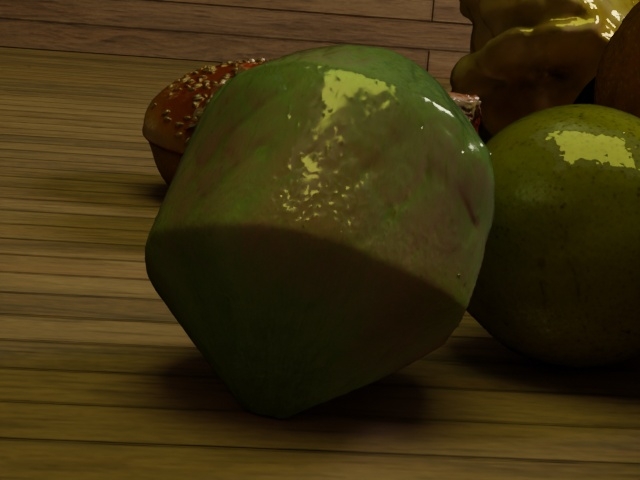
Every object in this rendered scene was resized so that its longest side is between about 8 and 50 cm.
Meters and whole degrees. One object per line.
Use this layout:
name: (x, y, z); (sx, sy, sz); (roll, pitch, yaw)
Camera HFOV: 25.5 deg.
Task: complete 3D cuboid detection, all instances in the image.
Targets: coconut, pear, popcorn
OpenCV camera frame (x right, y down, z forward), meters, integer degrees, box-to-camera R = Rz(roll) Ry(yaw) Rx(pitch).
coconut: (0.000, 0.000, 0.867); (0.236, 0.235, 0.204); (14, -20, 37)
pear: (0.182, -0.004, 0.972); (0.198, 0.198, 0.198); (4, 12, -1)
popcorn: (0.281, -0.216, 1.799); (0.382, 0.349, 0.349); (-33, -10, 32)

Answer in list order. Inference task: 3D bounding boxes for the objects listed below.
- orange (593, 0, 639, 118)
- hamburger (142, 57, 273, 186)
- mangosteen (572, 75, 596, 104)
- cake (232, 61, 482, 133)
orange: (0.380, -0.088, 1.118); (0.322, 0.322, 0.357); (0, 21, -20)
hamburger: (-0.080, -0.117, 1.506); (0.237, 0.147, 0.237); (2, 14, 0)
mangosteen: (0.369, -0.065, 1.387); (0.231, 0.231, 0.289); (-4, 55, -36)
cake: (0.046, -0.075, 1.334); (0.262, 0.158, 0.159); (3, 16, -13)
